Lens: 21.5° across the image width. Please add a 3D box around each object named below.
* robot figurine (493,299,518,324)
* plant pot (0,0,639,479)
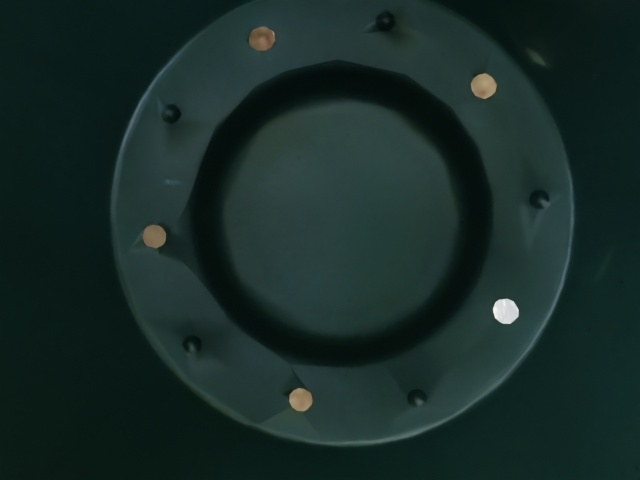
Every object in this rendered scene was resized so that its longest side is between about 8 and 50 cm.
[{"bbox_3d":[0.238,-0.008,1.389,0.200,0.353,0.300,36,132,2],"label":"robot figurine"},{"bbox_3d":[0.000,0.000,0.523,0.235,0.293,0.293,-63,-52,-85],"label":"plant pot"}]
